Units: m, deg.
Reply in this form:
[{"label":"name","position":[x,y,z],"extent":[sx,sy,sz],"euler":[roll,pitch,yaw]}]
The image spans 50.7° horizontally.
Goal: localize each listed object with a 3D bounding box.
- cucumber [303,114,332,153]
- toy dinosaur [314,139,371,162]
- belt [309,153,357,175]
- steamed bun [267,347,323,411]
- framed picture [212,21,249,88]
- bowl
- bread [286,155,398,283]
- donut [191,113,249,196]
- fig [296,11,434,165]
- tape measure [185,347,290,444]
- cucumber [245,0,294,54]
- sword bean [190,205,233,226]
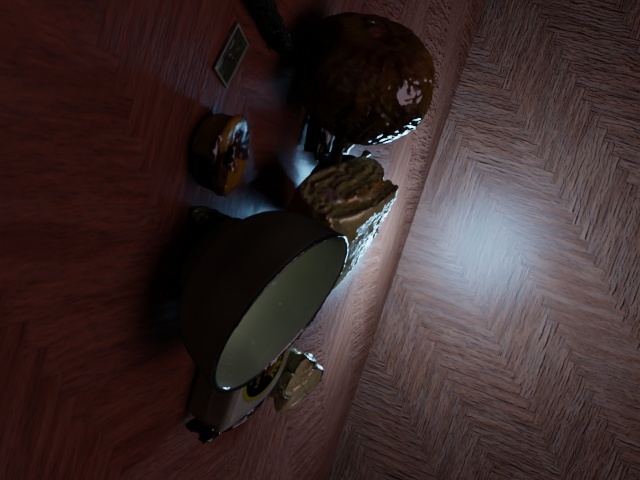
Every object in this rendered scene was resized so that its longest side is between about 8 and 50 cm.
[{"label":"cucumber","position":[0.024,-0.335,1.506],"extent":[0.067,0.068,0.293],"euler":[-24,132,-68]},{"label":"toy dinosaur","position":[0.031,-0.165,1.737],"extent":[0.248,0.075,0.188],"euler":[-11,133,-53]},{"label":"belt","position":[0.041,-0.114,1.650],"extent":[0.128,0.122,0.218],"euler":[-24,146,-38]},{"label":"steamed bun","position":[-0.092,0.394,1.936],"extent":[0.192,0.106,0.177],"euler":[-56,149,-4]},{"label":"framed picture","position":[-0.145,-0.301,1.100],"extent":[0.066,0.007,0.089],"euler":[60,52,-70]},{"label":"bowl","position":[-0.129,0.080,1.214],"extent":[0.354,0.185,0.354],"euler":[-45,160,-21]},{"label":"bread","position":[0.000,0.000,1.462],"extent":[0.237,0.165,0.375],"euler":[-30,162,-39]},{"label":"donut","position":[-0.167,-0.146,1.121],"extent":[0.140,0.059,0.140],"euler":[20,90,-73]},{"label":"fig","position":[0.078,-0.269,1.394],"extent":[0.286,0.286,0.368],"euler":[-54,163,-43]},{"label":"tape measure","position":[-0.176,0.283,1.493],"extent":[0.231,0.133,0.271],"euler":[-10,120,-63]},{"label":"cucumber","position":[-0.093,-0.382,1.112],"extent":[0.257,0.043,0.044],"euler":[43,63,-72]},{"label":"sword bean","position":[-0.179,-0.025,1.270],"extent":[0.269,0.038,0.043],"euler":[36,50,-73]}]
